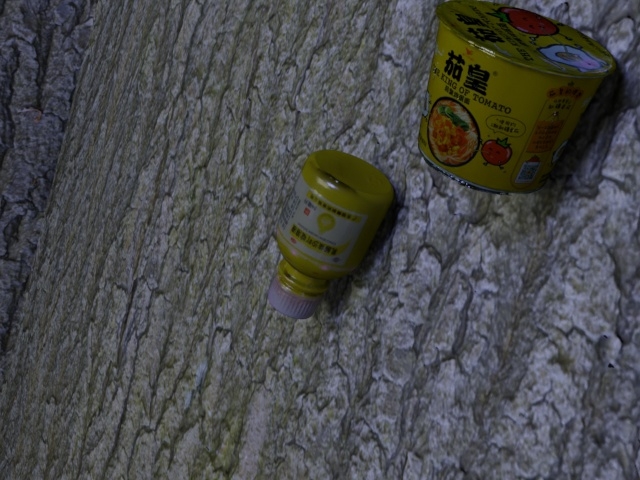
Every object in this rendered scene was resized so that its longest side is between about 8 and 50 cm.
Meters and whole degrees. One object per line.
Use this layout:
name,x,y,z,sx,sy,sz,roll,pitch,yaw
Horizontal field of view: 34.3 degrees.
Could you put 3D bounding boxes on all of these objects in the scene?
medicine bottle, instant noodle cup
medicine bottle,0.000,0.000,1.337,0.212,0.122,0.122,-65,34,26
instant noodle cup,0.182,-0.140,1.033,0.182,0.182,0.144,-124,41,-49
